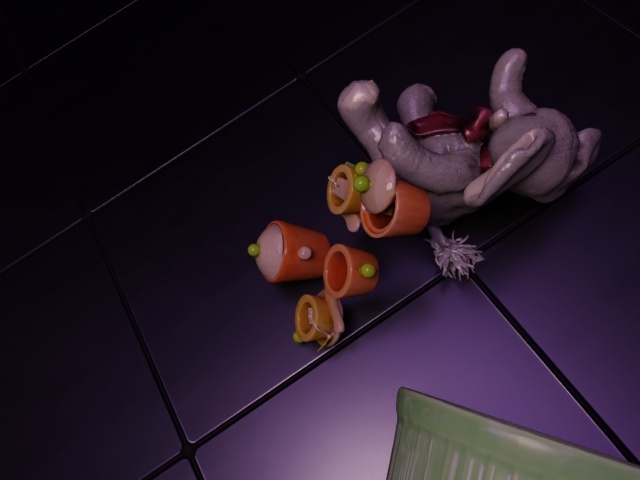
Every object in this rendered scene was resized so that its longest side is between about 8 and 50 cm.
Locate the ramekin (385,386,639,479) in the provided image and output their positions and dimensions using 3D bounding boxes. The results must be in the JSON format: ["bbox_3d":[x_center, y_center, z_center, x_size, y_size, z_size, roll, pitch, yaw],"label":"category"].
[{"bbox_3d":[0.207,0.270,0.530,0.303,0.303,0.148,14,78,20],"label":"ramekin"}]

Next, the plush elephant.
[{"bbox_3d":[0.226,-0.133,0.722,0.255,0.272,0.330,-28,80,35],"label":"plush elephant"}]

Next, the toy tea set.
[{"bbox_3d":[0.000,0.000,0.708,0.124,0.336,0.200,6,48,-29],"label":"toy tea set"}]
